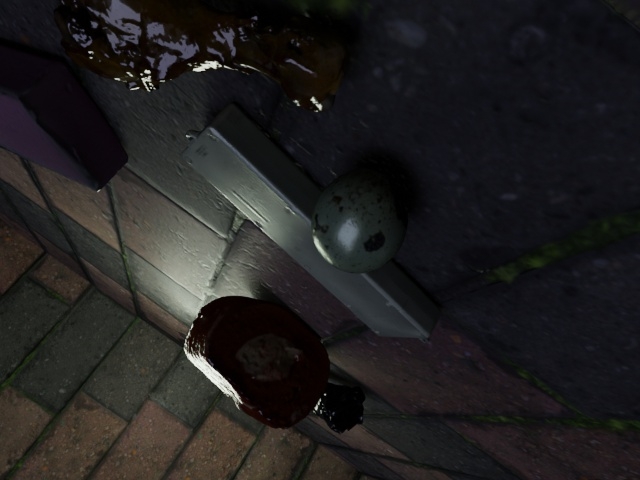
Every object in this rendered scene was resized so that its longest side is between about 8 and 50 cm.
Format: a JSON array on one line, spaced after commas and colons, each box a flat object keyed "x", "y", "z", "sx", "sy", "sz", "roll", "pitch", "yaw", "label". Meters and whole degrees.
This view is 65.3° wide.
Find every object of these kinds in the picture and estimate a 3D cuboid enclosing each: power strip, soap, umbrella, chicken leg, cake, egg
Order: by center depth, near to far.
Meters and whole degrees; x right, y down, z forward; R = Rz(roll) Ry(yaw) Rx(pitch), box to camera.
[{"x": -0.092, "y": -0.152, "z": 0.376, "sx": 0.251, "sy": 0.087, "sz": 0.107, "roll": 18, "pitch": 172, "yaw": 18, "label": "chicken leg"}, {"x": 0.035, "y": -0.018, "z": 0.440, "sx": 0.085, "sy": 0.085, "sz": 0.110, "roll": 29, "pitch": 143, "yaw": 12, "label": "egg"}, {"x": 0.000, "y": 0.000, "z": 0.565, "sx": 0.367, "sy": 0.043, "sz": 0.106, "roll": 44, "pitch": 154, "yaw": -18, "label": "power strip"}, {"x": -0.415, "y": -0.184, "z": 0.704, "sx": 0.259, "sy": 0.081, "sz": 0.181, "roll": 21, "pitch": 153, "yaw": 26, "label": "soap"}, {"x": -0.112, "y": 0.219, "z": 0.945, "sx": 0.283, "sy": 0.177, "sz": 0.150, "roll": 51, "pitch": 152, "yaw": -20, "label": "cake"}, {"x": -0.017, "y": 0.343, "z": 1.140, "sx": 0.272, "sy": 0.110, "sz": 0.122, "roll": 9, "pitch": 146, "yaw": 51, "label": "umbrella"}]
